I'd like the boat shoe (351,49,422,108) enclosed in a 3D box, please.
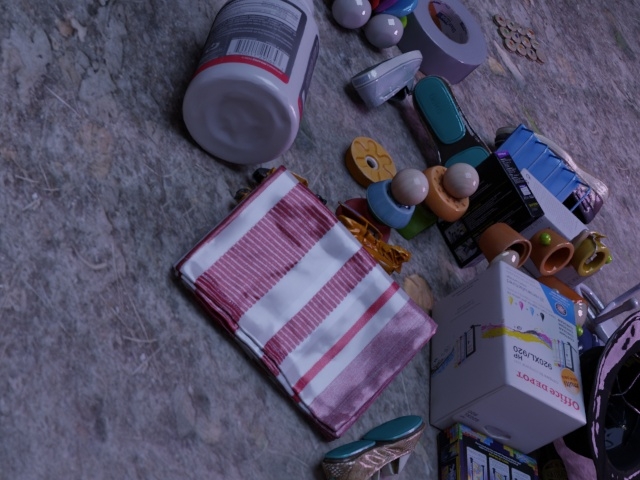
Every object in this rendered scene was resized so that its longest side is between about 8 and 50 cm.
[{"bbox_3d":[0.132,-0.297,2.004,0.227,0.079,0.081,-35,106,-53],"label":"boat shoe"}]

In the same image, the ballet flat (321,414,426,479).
[{"bbox_3d":[0.076,0.299,1.470,0.206,0.073,0.067,-13,97,-46],"label":"ballet flat"}]

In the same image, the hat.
[{"bbox_3d":[0.464,0.269,1.728,0.331,0.134,0.331,-5,97,-47],"label":"hat"}]

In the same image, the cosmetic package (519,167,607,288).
[{"bbox_3d":[0.414,-0.012,2.004,0.231,0.117,0.085,42,39,-9],"label":"cosmetic package"}]

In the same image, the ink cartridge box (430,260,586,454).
[{"bbox_3d":[0.288,0.191,1.667,0.171,0.168,0.233,28,44,-25],"label":"ink cartridge box"}]

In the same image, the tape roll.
[{"bbox_3d":[0.242,-0.430,2.211,0.219,0.072,0.219,26,43,-28],"label":"tape roll"}]

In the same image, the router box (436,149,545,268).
[{"bbox_3d":[0.284,-0.052,1.855,0.046,0.179,0.133,-10,67,-47],"label":"router box"}]

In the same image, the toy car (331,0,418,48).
[{"bbox_3d":[0.110,-0.476,2.065,0.182,0.136,0.159,26,44,-27],"label":"toy car"}]

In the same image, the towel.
[{"bbox_3d":[-0.015,0.082,1.485,0.329,0.037,0.237,47,65,-4],"label":"towel"}]

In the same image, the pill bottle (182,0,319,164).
[{"bbox_3d":[-0.096,-0.281,1.671,0.176,0.176,0.318,34,41,-20],"label":"pill bottle"}]

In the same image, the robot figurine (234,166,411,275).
[{"bbox_3d":[0.000,0.000,1.609,0.291,0.085,0.211,35,40,-19],"label":"robot figurine"}]

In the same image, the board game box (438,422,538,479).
[{"bbox_3d":[0.252,0.367,1.588,0.170,0.048,0.141,29,45,-26],"label":"board game box"}]

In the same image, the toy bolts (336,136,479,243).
[{"bbox_3d":[0.135,-0.101,1.764,0.218,0.158,0.228,53,38,3],"label":"toy bolts"}]

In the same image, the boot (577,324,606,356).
[{"bbox_3d":[0.464,0.220,1.911,0.086,0.069,0.190,44,29,1],"label":"boot"}]

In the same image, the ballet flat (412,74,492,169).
[{"bbox_3d":[0.263,-0.160,1.987,0.106,0.107,0.316,34,37,-73],"label":"ballet flat"}]

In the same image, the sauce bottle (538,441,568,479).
[{"bbox_3d":[0.372,0.370,1.709,0.042,0.042,0.128,16,48,-36],"label":"sauce bottle"}]

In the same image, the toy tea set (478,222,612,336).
[{"bbox_3d":[0.380,0.077,1.820,0.336,0.200,0.124,7,35,-41],"label":"toy tea set"}]

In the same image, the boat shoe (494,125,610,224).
[{"bbox_3d":[0.463,-0.130,2.165,0.285,0.103,0.092,32,73,-22],"label":"boat shoe"}]

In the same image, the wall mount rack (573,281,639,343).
[{"bbox_3d":[0.605,0.203,1.969,0.350,0.130,0.304,56,23,7],"label":"wall mount rack"}]

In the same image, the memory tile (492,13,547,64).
[{"bbox_3d":[0.471,-0.474,2.520,0.148,0.012,0.113,11,52,-39],"label":"memory tile"}]

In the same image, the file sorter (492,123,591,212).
[{"bbox_3d":[0.418,-0.122,2.065,0.170,0.118,0.104,42,5,-10],"label":"file sorter"}]
